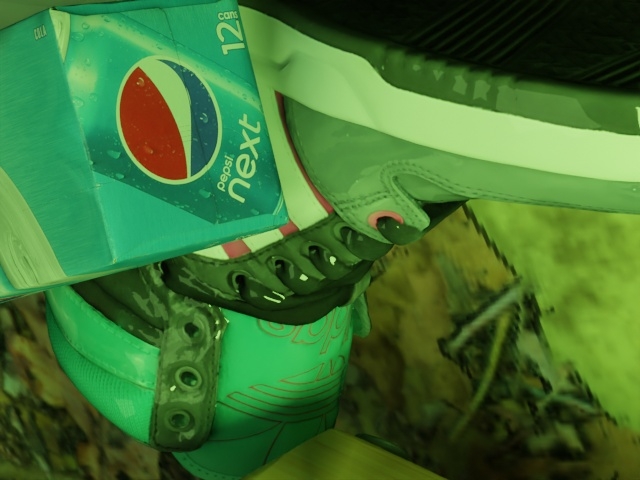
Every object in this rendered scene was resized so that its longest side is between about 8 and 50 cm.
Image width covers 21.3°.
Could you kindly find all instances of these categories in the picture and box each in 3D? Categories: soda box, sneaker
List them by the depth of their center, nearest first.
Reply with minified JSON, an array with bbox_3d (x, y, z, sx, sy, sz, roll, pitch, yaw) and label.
[{"bbox_3d":[-0.108,-0.015,0.530,0.210,0.067,0.071,-14,90,47],"label":"soda box"},{"bbox_3d":[0.000,0.000,0.554,0.295,0.124,0.178,15,120,41],"label":"sneaker"}]

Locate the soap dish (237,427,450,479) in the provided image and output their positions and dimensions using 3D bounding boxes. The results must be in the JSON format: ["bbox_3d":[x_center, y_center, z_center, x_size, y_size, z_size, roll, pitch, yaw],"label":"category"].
[{"bbox_3d":[0.074,0.199,0.571,0.229,0.118,0.291,22,151,28],"label":"soap dish"}]
